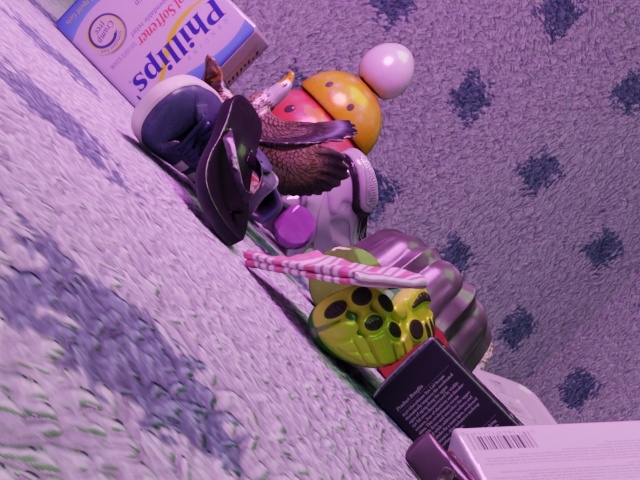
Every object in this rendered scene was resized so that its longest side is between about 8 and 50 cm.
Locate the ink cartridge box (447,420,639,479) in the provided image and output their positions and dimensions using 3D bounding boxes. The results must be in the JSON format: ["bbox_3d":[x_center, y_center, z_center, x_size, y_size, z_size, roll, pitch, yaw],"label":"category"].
[{"bbox_3d":[0.302,0.286,1.010,0.275,0.060,0.239,1,27,-14],"label":"ink cartridge box"}]

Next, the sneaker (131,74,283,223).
[{"bbox_3d":[-0.145,-0.120,1.402,0.148,0.131,0.350,46,4,23],"label":"sneaker"}]

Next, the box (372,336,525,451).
[{"bbox_3d":[0.179,0.230,1.217,0.207,0.108,0.153,45,3,12],"label":"box"}]

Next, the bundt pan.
[{"bbox_3d":[0.169,0.110,1.683,0.331,0.124,0.331,42,-18,17],"label":"bundt pan"}]

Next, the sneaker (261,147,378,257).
[{"bbox_3d":[0.000,0.000,1.895,0.137,0.210,0.366,49,-30,45],"label":"sneaker"}]

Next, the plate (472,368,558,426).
[{"bbox_3d":[0.348,0.323,1.768,0.277,0.045,0.278,20,21,-26],"label":"plate"}]

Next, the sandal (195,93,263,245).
[{"bbox_3d":[-0.112,-0.108,1.283,0.097,0.054,0.254,46,35,-40],"label":"sandal"}]

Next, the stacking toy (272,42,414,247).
[{"bbox_3d":[0.008,-0.253,2.063,0.350,0.480,0.350,45,2,-2],"label":"stacking toy"}]

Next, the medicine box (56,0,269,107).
[{"bbox_3d":[-0.293,-0.387,1.798,0.289,0.263,0.149,45,3,7],"label":"medicine box"}]

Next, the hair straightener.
[{"bbox_3d":[0.133,0.256,0.896,0.089,0.047,0.230,44,7,-29],"label":"hair straightener"}]

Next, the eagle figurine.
[{"bbox_3d":[-0.095,-0.192,1.651,0.298,0.225,0.226,41,29,8],"label":"eagle figurine"}]

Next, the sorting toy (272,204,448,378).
[{"bbox_3d":[0.049,0.104,1.544,0.365,0.127,0.126,47,-21,5],"label":"sorting toy"}]

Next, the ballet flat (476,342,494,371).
[{"bbox_3d":[0.276,0.263,1.938,0.241,0.091,0.077,-7,65,-41],"label":"ballet flat"}]

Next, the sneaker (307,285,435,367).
[{"bbox_3d":[0.058,0.119,1.264,0.295,0.123,0.109,4,70,-63],"label":"sneaker"}]

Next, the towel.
[{"bbox_3d":[0.018,0.034,1.199,0.197,0.029,0.144,8,3,40],"label":"towel"}]
